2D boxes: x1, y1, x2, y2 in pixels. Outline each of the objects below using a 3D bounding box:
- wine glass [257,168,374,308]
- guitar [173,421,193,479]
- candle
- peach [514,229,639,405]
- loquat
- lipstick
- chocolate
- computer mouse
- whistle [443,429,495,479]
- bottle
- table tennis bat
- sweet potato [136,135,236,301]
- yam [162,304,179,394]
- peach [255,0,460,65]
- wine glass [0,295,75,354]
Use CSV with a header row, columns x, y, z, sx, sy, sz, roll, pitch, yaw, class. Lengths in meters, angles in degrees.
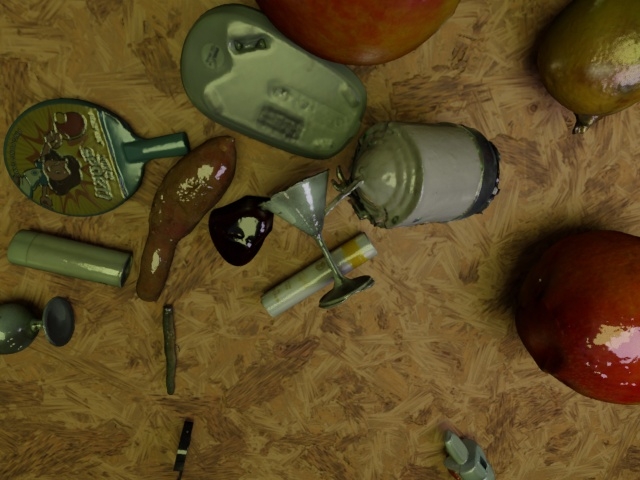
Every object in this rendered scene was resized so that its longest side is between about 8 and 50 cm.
x,y,z,sx,sy,sz,roll,pitch,yaw,class
0.000,0.000,0.797,0.156,0.156,0.232,-27,95,4,wine glass
-0.344,0.543,1.039,0.025,0.088,0.233,13,118,-12,guitar
0.142,-0.109,0.728,0.330,0.187,0.187,-8,114,-34,candle
0.583,0.156,0.878,0.373,0.290,0.372,-4,107,-13,peach
0.494,-0.309,0.744,0.213,0.213,0.246,1,111,-7,loquat
-0.004,0.074,0.903,0.264,0.059,0.059,-32,111,7,lipstick
-0.158,-0.024,0.837,0.125,0.080,0.148,30,106,-17,chocolate
-0.077,-0.267,0.748,0.331,0.095,0.197,23,118,-23,computer mouse
0.388,0.590,1.121,0.106,0.101,0.253,-33,113,9,whistle
-0.480,0.036,0.825,0.202,0.072,0.072,14,108,-12,bottle
-0.407,-0.154,0.781,0.329,0.044,0.215,-8,110,-2,table tennis bat
-0.275,-0.043,0.806,0.109,0.109,0.385,31,111,-17,sweet potato
-0.335,0.249,0.950,0.027,0.029,0.234,13,113,17,yam
0.042,-0.446,0.560,0.388,0.388,0.388,-2,111,-6,peach
-0.631,0.176,0.845,0.231,0.103,0.103,-7,111,-1,wine glass
